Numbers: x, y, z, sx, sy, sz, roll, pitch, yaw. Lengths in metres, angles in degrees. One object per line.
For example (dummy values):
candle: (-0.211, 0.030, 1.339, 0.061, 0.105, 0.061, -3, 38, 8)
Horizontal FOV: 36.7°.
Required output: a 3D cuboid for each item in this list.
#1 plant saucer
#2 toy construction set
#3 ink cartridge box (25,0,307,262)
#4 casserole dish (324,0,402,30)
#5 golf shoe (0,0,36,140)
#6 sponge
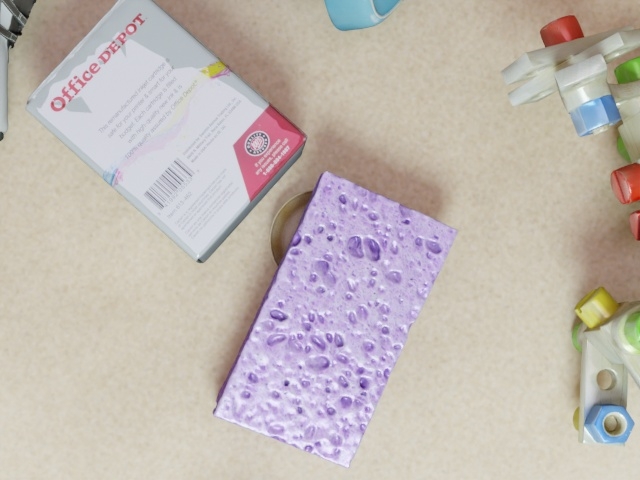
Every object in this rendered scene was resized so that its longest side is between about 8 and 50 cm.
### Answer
plant saucer: (0.000, 0.000, 0.782, 0.083, 0.015, 0.083, 0, 87, -3)
toy construction set: (0.252, -0.020, 0.741, 0.215, 0.151, 0.328, -20, 98, -7)
ink cartridge box: (-0.117, -0.087, 0.752, 0.175, 0.072, 0.127, 42, 85, 0)
casserole dish: (0.040, -0.242, 0.725, 0.037, 0.188, 0.114, 23, 58, 29)
golf shoe: (-0.251, -0.174, 0.747, 0.094, 0.077, 0.198, -14, 106, -30)
sponge: (0.011, 0.063, 0.758, 0.117, 0.031, 0.210, 25, 90, -7)
